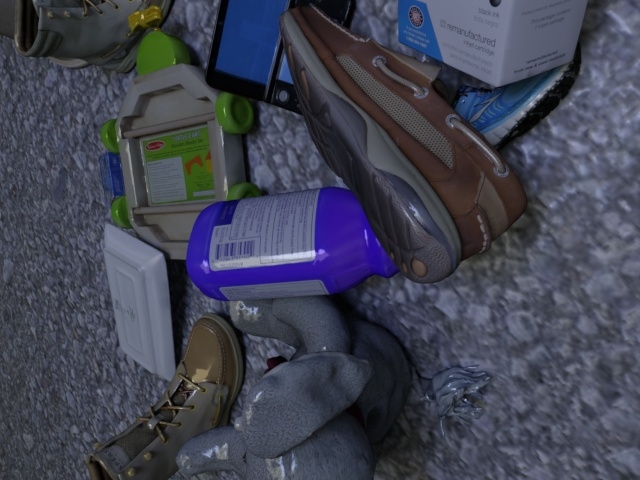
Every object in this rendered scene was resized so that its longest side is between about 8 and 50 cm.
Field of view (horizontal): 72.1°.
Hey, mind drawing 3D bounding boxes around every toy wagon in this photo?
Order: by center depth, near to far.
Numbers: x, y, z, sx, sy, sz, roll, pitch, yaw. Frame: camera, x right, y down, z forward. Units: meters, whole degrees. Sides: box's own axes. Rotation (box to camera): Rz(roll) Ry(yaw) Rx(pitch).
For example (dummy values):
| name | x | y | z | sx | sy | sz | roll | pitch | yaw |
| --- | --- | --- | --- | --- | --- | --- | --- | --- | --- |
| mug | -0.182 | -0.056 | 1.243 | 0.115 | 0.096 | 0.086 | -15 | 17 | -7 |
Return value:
| name | x | y | z | sx | sy | sz | roll | pitch | yaw |
| --- | --- | --- | --- | --- | --- | --- | --- | --- | --- |
| toy wagon | -0.206 | -0.145 | 0.630 | 0.267 | 0.068 | 0.344 | 0 | 98 | 32 |

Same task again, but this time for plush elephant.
| name | x | y | z | sx | sy | sz | roll | pitch | yaw |
| --- | --- | --- | --- | --- | --- | --- | --- | --- | --- |
| plush elephant | -0.015 | 0.195 | 0.459 | 0.330 | 0.255 | 0.271 | -5 | 96 | 33 |

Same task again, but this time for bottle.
| name | x | y | z | sx | sy | sz | roll | pitch | yaw |
| --- | --- | --- | --- | --- | --- | --- | --- | --- | --- |
| bottle | 0.000 | 0.000 | 0.479 | 0.283 | 0.092 | 0.118 | -7 | 53 | 15 |

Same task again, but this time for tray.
| name | x | y | z | sx | sy | sz | roll | pitch | yaw |
| --- | --- | --- | --- | --- | --- | --- | --- | --- | --- |
| tray | -0.303 | 0.115 | 0.727 | 0.145 | 0.030 | 0.270 | 24 | 124 | 28 |

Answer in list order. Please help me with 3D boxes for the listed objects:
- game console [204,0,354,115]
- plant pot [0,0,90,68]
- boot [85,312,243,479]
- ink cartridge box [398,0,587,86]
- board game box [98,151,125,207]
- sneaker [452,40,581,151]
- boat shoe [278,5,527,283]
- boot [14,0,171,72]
| name | x | y | z | sx | sy | sz | roll | pitch | yaw |
| --- | --- | --- | --- | --- | --- | --- | --- | --- | --- |
| game console | -0.048 | -0.227 | 0.502 | 0.124 | 0.085 | 0.144 | 27 | 112 | 26 |
| plant pot | -0.501 | -0.443 | 0.618 | 0.334 | 0.305 | 0.333 | 6 | 102 | 31 |
| boot | -0.218 | 0.246 | 0.627 | 0.095 | 0.203 | 0.262 | 26 | 113 | 25 |
| ink cartridge box | 0.124 | -0.234 | 0.319 | 0.139 | 0.082 | 0.190 | 52 | 161 | 44 |
| board game box | -0.350 | -0.100 | 0.739 | 0.090 | 0.020 | 0.090 | 7 | 104 | 56 |
| sneaker | 0.158 | -0.125 | 0.407 | 0.162 | 0.063 | 0.073 | -41 | 73 | 31 |
| boat shoe | 0.059 | -0.113 | 0.409 | 0.116 | 0.123 | 0.324 | -26 | 64 | -5 |
| boot | -0.307 | -0.327 | 0.600 | 0.213 | 0.165 | 0.077 | -42 | 77 | 32 |
